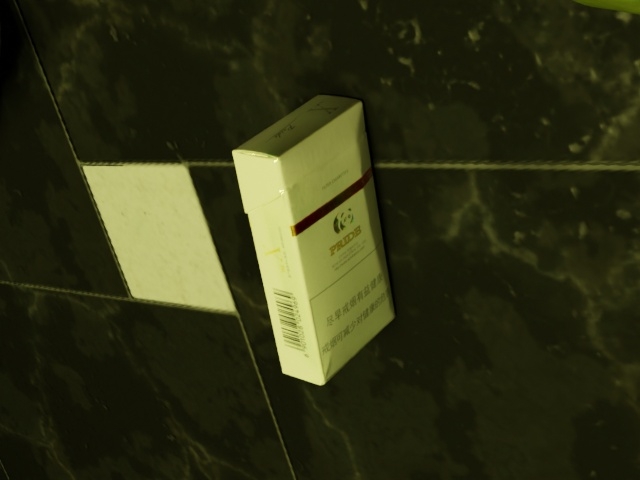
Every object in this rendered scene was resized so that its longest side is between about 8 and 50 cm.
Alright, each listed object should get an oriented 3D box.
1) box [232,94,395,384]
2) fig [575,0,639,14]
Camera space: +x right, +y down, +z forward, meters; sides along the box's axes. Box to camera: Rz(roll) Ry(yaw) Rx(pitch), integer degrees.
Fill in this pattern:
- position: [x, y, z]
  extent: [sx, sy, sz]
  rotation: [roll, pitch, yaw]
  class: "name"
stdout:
- position: [0.000, 0.000, 0.639]
  extent: [0.040, 0.084, 0.154]
  rotation: [13, 126, 38]
  class: "box"
- position: [0.113, -0.165, 0.320]
  extent: [0.207, 0.230, 0.207]
  rotation: [47, 180, 0]
  class: "fig"
